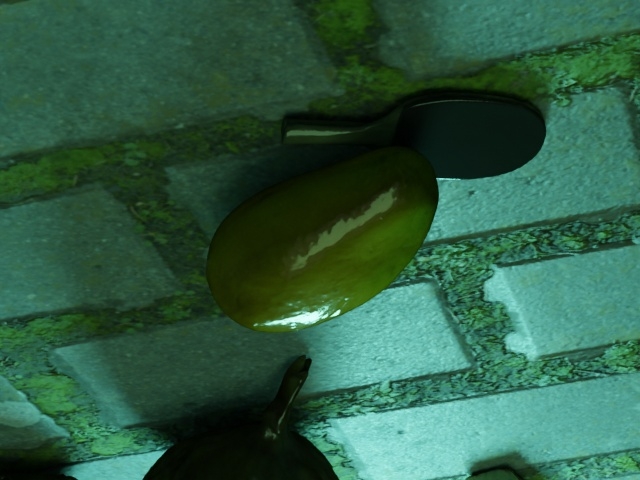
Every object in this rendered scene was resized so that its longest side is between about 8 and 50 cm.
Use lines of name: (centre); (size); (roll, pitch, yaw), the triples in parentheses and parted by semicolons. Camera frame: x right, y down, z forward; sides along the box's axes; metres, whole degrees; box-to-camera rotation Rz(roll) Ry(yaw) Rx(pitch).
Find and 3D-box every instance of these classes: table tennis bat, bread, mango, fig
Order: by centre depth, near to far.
table tennis bat: (0.087, -0.095, 1.773); (0.246, 0.022, 0.138); (2, 149, -9)
mango: (0.000, 0.000, 1.829); (0.176, 0.119, 0.317); (18, 141, -35)
fig: (-0.064, 0.283, 2.239); (0.286, 0.286, 0.369); (12, 115, -23)
bread: (0.242, 0.333, 2.477); (0.068, 0.028, 0.153); (-17, 147, 22)

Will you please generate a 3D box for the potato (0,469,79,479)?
potato: (-0.387, 0.346, 2.368); (0.251, 0.113, 0.149); (0, 147, -5)
